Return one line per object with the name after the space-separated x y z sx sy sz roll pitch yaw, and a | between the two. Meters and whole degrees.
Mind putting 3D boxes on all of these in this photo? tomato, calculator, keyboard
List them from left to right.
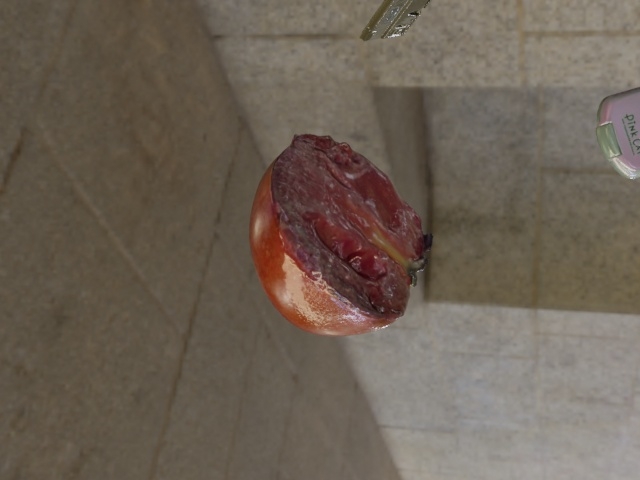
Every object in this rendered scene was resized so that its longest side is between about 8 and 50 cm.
-0.001 -0.001 1.496 0.289 0.176 0.334 46 36 -17 | tomato
0.075 -0.219 0.952 0.129 0.049 0.015 141 -62 -74 | keyboard
0.555 -0.187 1.609 0.045 0.246 0.141 156 -81 -81 | calculator
